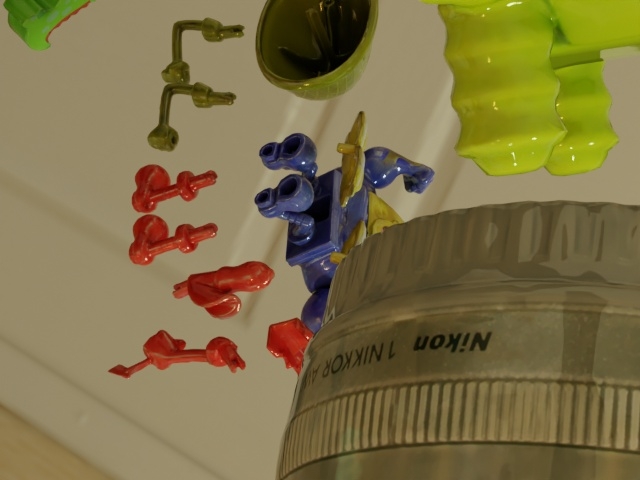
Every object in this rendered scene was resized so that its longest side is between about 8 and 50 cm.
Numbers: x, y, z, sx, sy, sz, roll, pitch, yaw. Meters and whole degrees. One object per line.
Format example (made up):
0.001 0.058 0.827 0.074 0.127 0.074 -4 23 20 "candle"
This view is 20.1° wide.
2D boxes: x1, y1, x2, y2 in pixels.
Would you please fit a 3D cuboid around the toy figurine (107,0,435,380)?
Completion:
0.000 0.000 1.311 0.217 0.191 0.362 49 31 -40 "toy figurine"

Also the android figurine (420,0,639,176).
0.031 -0.147 0.350 0.248 0.056 0.272 -13 97 -72 "android figurine"

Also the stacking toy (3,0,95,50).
-0.224 -0.105 0.862 0.221 0.167 0.052 -41 155 -7 "stacking toy"

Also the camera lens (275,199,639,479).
0.086 0.150 0.614 0.219 0.219 0.274 53 41 -61 "camera lens"
